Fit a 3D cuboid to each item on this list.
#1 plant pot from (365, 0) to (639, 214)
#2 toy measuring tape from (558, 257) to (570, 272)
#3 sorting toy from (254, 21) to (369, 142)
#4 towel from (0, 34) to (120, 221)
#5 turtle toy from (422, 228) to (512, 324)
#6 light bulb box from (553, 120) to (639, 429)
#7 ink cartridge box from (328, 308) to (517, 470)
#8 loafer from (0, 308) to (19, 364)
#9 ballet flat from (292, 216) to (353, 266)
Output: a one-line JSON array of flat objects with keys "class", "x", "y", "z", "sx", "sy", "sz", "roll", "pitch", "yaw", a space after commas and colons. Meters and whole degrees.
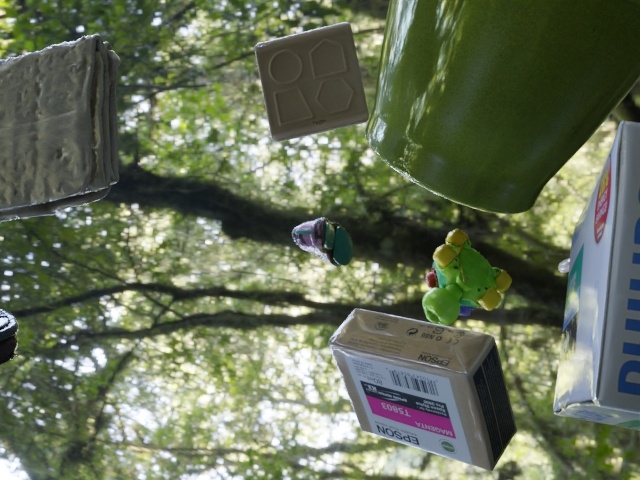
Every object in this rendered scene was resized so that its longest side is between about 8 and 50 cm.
[{"class": "plant pot", "x": 0.225, "y": -0.237, "z": 1.014, "sx": 0.366, "sy": 0.366, "sz": 0.353, "roll": -12, "pitch": -49, "yaw": -51}, {"class": "toy measuring tape", "x": 0.591, "y": 0.088, "z": 1.531, "sx": 0.329, "sy": 0.121, "sz": 0.122, "roll": 2, "pitch": -87, "yaw": -19}, {"class": "sorting toy", "x": -0.017, "y": -0.302, "z": 1.605, "sx": 0.038, "sy": 0.192, "sz": 0.208, "roll": 39, "pitch": -140, "yaw": -77}, {"class": "towel", "x": -0.350, "y": -0.119, "z": 0.951, "sx": 0.049, "sy": 0.282, "sz": 0.187, "roll": 25, "pitch": -119, "yaw": -66}, {"class": "turtle toy", "x": 0.158, "y": 0.051, "z": 0.966, "sx": 0.095, "sy": 0.066, "sz": 0.130, "roll": 44, "pitch": -145, "yaw": 4}, {"class": "light bulb box", "x": 0.411, "y": 0.073, "z": 0.737, "sx": 0.358, "sy": 0.360, "sz": 0.226, "roll": 50, "pitch": -131, "yaw": -73}, {"class": "ink cartridge box", "x": 0.147, "y": 0.212, "z": 1.208, "sx": 0.088, "sy": 0.234, "sz": 0.193, "roll": -46, "pitch": -50, "yaw": -38}, {"class": "loafer", "x": -0.462, "y": 0.128, "z": 0.992, "sx": 0.109, "sy": 0.302, "sz": 0.095, "roll": -24, "pitch": -68, "yaw": -56}, {"class": "ballet flat", "x": 0.000, "y": 0.000, "z": 1.503, "sx": 0.221, "sy": 0.079, "sz": 0.077, "roll": 31, "pitch": -114, "yaw": -73}]
